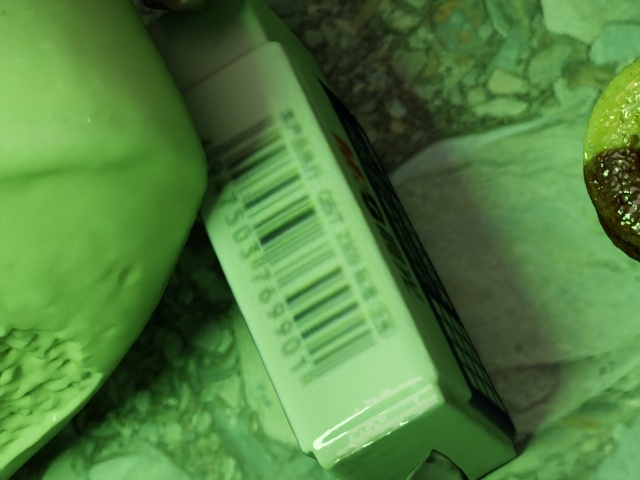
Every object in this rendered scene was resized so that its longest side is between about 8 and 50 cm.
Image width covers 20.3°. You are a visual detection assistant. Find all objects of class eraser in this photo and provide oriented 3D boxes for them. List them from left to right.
[{"bbox_3d":[0.000,0.000,0.941,0.081,0.124,0.279,-32,61,12],"label":"eraser"}]

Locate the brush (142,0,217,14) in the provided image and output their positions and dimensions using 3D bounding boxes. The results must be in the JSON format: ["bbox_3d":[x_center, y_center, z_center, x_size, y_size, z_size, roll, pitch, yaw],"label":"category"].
[{"bbox_3d":[-0.100,-0.197,1.021,0.071,0.084,0.301,-35,22,1],"label":"brush"}]

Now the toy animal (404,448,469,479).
[{"bbox_3d":[0.003,0.194,0.859,0.179,0.138,0.166,-14,82,30],"label":"toy animal"}]

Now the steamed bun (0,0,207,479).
[{"bbox_3d":[-0.306,-0.038,0.951,0.456,0.290,0.371,-49,58,33],"label":"steamed bun"}]

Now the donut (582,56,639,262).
[{"bbox_3d":[0.197,-0.044,0.902,0.140,0.059,0.140,-9,70,26],"label":"donut"}]
